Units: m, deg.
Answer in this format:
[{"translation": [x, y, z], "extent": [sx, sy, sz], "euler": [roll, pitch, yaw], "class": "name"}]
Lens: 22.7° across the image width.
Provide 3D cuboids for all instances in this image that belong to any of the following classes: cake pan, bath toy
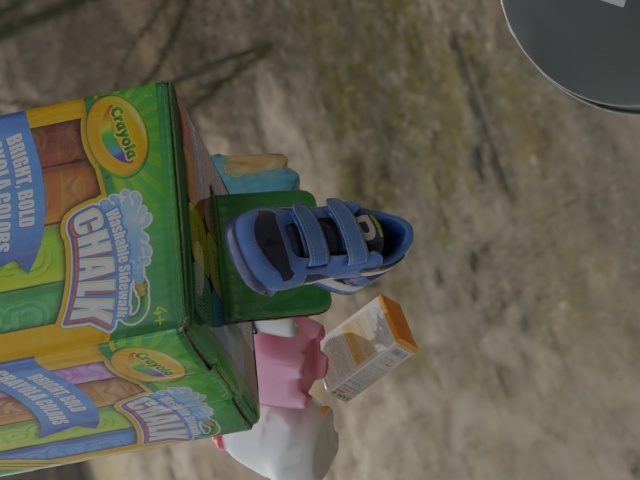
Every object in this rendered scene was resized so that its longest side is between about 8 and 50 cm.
[{"translation": [0.295, -0.256, 1.524], "extent": [0.293, 0.054, 0.293], "euler": [11, 113, 28], "class": "cake pan"}, {"translation": [-0.058, 0.088, 1.547], "extent": [0.151, 0.129, 0.348], "euler": [-56, -33, -51], "class": "bath toy"}]

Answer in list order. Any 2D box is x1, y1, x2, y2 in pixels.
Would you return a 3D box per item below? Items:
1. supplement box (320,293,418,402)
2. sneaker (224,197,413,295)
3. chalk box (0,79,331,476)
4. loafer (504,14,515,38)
[{"translation": [0.044, 0.109, 1.604], "extent": [0.036, 0.098, 0.062], "euler": [31, -151, -46], "class": "supplement box"}, {"translation": [0.000, 0.000, 0.939], "extent": [0.059, 0.144, 0.053], "euler": [-25, 76, 33], "class": "sneaker"}, {"translation": [-0.142, 0.026, 1.027], "extent": [0.179, 0.289, 0.180], "euler": [65, -165, -61], "class": "chalk box"}, {"translation": [0.354, -0.344, 1.746], "extent": [0.130, 0.366, 0.134], "euler": [30, -159, -36], "class": "loafer"}]
